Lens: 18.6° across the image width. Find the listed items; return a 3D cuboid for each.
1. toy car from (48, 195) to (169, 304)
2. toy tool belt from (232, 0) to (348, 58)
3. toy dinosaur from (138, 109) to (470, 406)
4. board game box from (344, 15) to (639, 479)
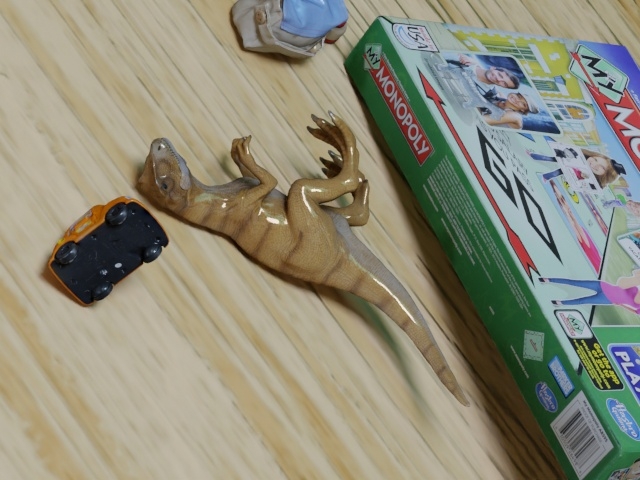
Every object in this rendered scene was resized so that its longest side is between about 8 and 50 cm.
[{"bbox_3d":[-0.136,-0.017,0.955,0.122,0.060,0.040,31,14,-27],"label":"toy car"},{"bbox_3d":[-0.007,-0.135,1.141,0.083,0.051,0.052,-6,65,-41],"label":"toy tool belt"},{"bbox_3d":[0.000,0.000,1.059,0.211,0.064,0.112,29,64,-7],"label":"toy dinosaur"},{"bbox_3d":[0.165,0.003,1.144,0.213,0.046,0.317,1,49,-37],"label":"board game box"}]
